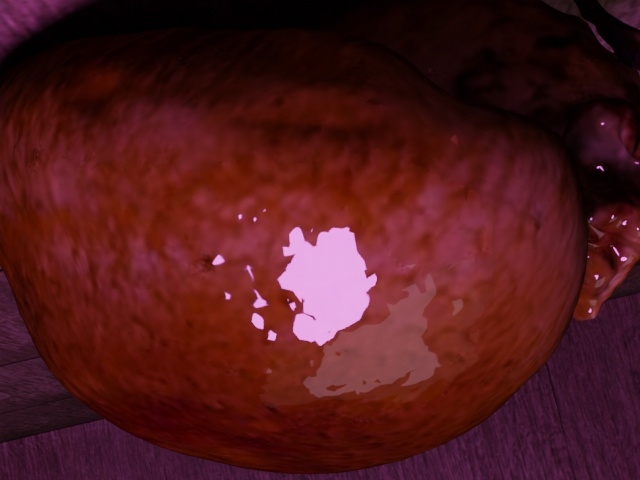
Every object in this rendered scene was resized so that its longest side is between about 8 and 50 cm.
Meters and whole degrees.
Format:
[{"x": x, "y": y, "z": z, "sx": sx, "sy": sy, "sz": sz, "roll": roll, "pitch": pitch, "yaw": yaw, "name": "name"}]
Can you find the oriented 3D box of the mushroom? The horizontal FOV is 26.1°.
[{"x": 0.004, "y": -0.006, "z": 0.563, "sx": 0.283, "sy": 0.195, "sz": 0.263, "roll": -15, "pitch": 165, "yaw": 10, "name": "mushroom"}]
